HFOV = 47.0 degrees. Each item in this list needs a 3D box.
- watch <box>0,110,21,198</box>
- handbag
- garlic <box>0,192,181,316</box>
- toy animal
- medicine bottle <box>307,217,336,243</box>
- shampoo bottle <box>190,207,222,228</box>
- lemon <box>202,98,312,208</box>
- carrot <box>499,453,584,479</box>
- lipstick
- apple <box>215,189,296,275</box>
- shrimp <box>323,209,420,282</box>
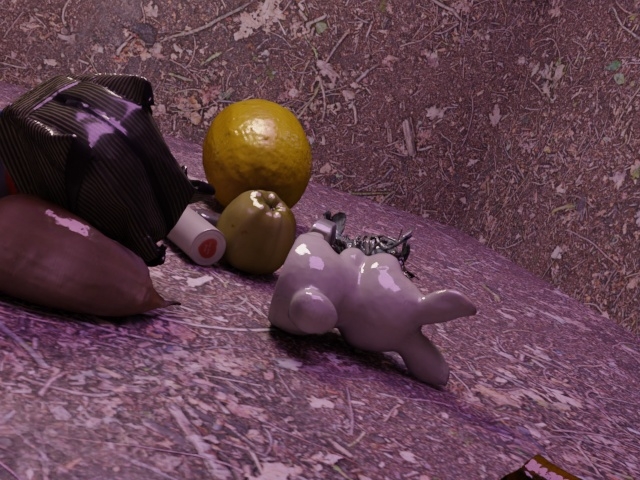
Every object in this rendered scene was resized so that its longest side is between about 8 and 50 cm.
[{"bbox_3d":[-0.521,-0.124,1.446,0.274,0.241,0.305,16,-17,49],"label":"watch"},{"bbox_3d":[-0.351,-0.116,1.234,0.240,0.247,0.340,1,-47,38],"label":"handbag"},{"bbox_3d":[-0.373,0.032,1.142,0.338,0.151,0.196,20,-2,-8],"label":"garlic"},{"bbox_3d":[0.089,0.131,1.371,0.368,0.196,0.241,18,18,-8],"label":"toy animal"},{"bbox_3d":[0.000,0.000,2.018,0.069,0.119,0.183,21,10,6],"label":"medicine bottle"},{"bbox_3d":[-0.299,-0.058,1.958,0.165,0.040,0.080,14,14,-30],"label":"shampoo bottle"},{"bbox_3d":[-0.189,-0.219,2.221,0.364,0.364,0.364,20,11,-4],"label":"lemon"},{"bbox_3d":[0.335,0.355,1.001,0.173,0.082,0.082,31,15,32],"label":"carrot"},{"bbox_3d":[-0.330,-0.043,1.700,0.087,0.087,0.327,12,14,-40],"label":"lipstick"},{"bbox_3d":[-0.146,-0.015,1.676,0.200,0.200,0.200,20,11,-4],"label":"apple"},{"bbox_3d":[0.149,0.018,2.153,0.221,0.166,0.410,8,4,-41],"label":"shrimp"}]
